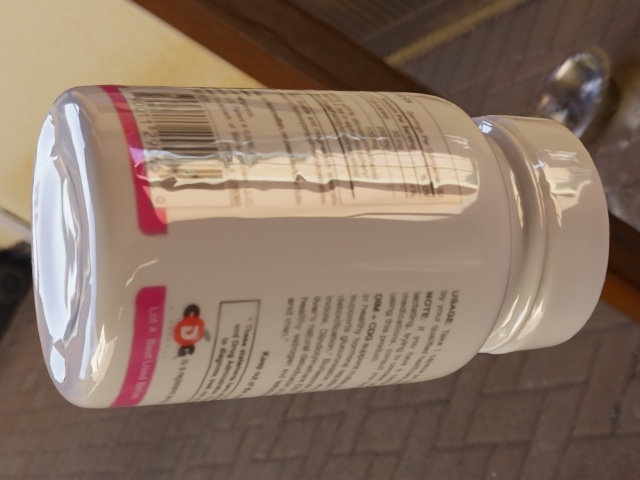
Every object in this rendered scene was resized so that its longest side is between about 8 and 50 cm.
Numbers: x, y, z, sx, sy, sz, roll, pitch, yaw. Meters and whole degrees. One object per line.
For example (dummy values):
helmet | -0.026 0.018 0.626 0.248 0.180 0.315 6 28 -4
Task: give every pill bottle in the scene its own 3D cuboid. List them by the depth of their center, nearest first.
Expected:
pill bottle | 0.000 0.000 0.660 0.160 0.283 0.160 179 90 -66
